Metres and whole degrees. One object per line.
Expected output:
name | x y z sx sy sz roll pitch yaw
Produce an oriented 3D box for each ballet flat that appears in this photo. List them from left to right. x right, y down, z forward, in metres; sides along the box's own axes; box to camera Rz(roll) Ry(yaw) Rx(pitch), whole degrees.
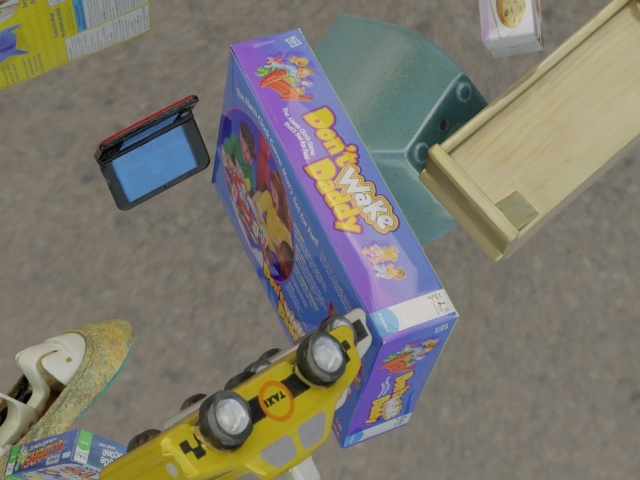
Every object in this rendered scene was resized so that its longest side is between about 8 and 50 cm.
ballet flat | -0.365 0.204 1.626 0.123 0.123 0.348 41 62 -6

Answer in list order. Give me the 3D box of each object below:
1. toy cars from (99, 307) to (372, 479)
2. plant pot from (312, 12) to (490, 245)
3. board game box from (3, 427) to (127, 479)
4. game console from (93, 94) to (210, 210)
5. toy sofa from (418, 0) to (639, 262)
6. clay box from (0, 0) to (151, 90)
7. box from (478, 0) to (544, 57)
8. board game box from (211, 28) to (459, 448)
toy cars | -0.035 0.131 0.948 0.176 0.393 0.087 -30 88 4
plant pot | 0.110 -0.138 1.753 0.247 0.252 0.248 46 71 -33
board game box | -0.205 0.250 1.339 0.201 0.035 0.136 28 148 -32
game console | -0.211 -0.113 1.681 0.144 0.124 0.085 -30 91 -16
toy sofa | 0.302 -0.145 1.591 0.362 0.177 0.150 -40 81 -5
clay box | -0.198 -0.112 0.664 0.222 0.127 0.053 -23 79 -12
box | 0.212 -0.377 1.513 0.067 0.063 0.324 -6 78 19
board game box | 0.000 0.000 1.284 0.078 0.233 0.347 -17 63 -20
